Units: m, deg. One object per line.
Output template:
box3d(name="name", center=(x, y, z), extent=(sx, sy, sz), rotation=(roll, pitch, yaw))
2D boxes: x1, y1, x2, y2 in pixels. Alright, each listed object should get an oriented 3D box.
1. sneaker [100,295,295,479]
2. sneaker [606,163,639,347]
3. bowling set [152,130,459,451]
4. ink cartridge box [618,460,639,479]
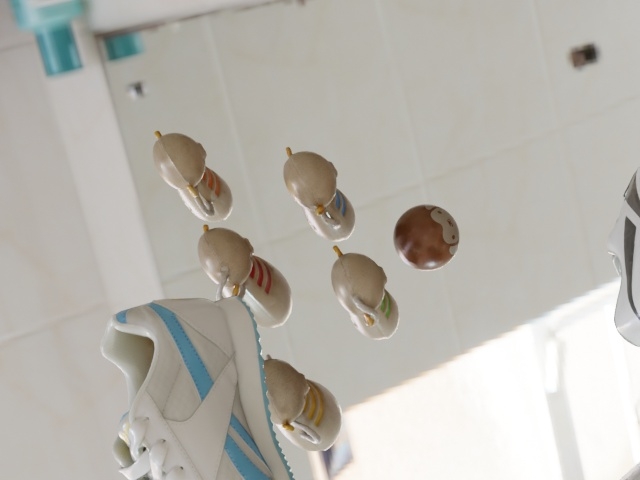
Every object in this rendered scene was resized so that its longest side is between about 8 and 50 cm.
box3d(name="sneaker", center=(-0.073, 0.138, 0.819), extent=(0.092, 0.228, 0.087), rotation=(0, 142, -25))
box3d(name="sneaker", center=(0.321, -0.034, 1.235), extent=(0.146, 0.122, 0.330), rotation=(-50, -174, 41))
box3d(name="bowling set", center=(0.000, 0.000, 1.063), extent=(0.200, 0.287, 0.154), rotation=(-30, 158, 2))
box3d(name="ink cartridge box", center=(0.219, 0.261, 1.008), extent=(0.201, 0.117, 0.278), rotation=(-39, 165, -21))
